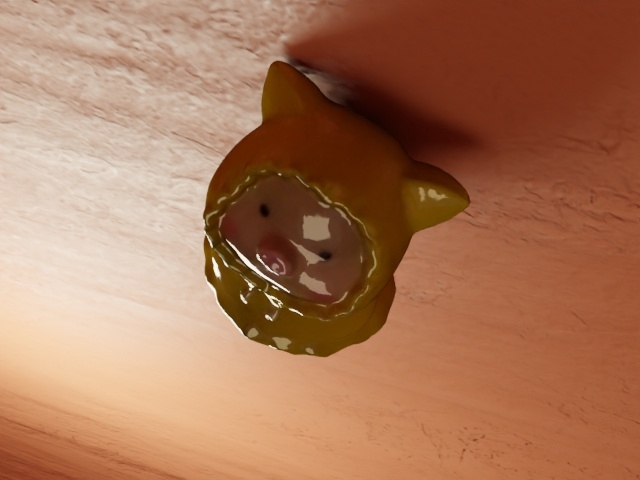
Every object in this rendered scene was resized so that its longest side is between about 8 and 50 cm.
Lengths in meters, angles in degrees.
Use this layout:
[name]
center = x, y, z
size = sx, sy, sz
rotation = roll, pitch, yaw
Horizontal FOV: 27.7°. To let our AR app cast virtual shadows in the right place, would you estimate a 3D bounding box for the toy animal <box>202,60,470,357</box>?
[toy animal]
center = -0.004, -0.003, 0.868
size = 0.156, 0.156, 0.230
rotation = 23, 147, -3
